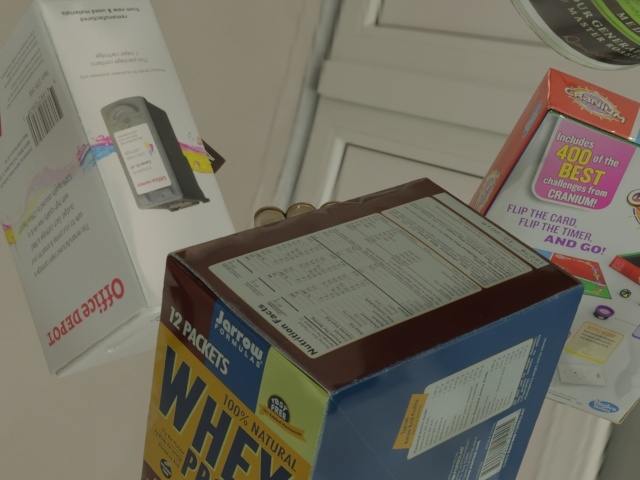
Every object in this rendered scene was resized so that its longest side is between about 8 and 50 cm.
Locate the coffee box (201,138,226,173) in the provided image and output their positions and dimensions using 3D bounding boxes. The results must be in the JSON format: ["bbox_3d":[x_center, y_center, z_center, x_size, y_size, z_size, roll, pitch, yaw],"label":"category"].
[{"bbox_3d":[-0.236,-0.059,1.345,0.141,0.098,0.246,43,36,-6],"label":"coffee box"}]

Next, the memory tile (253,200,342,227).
[{"bbox_3d":[0.000,0.000,1.305,0.148,0.012,0.113,-4,131,0],"label":"memory tile"}]

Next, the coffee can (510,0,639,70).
[{"bbox_3d":[0.249,-0.210,0.599,0.201,0.275,0.201,1,88,-33],"label":"coffee can"}]

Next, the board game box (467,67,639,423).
[{"bbox_3d":[0.248,0.020,1.047,0.242,0.064,0.316,21,131,-7],"label":"board game box"}]

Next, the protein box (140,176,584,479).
[{"bbox_3d":[0.019,0.097,0.670,0.201,0.136,0.200,-17,131,-38],"label":"protein box"}]

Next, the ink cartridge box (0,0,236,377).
[{"bbox_3d":[-0.215,-0.050,1.095,0.131,0.226,0.306,-14,79,-39],"label":"ink cartridge box"}]
